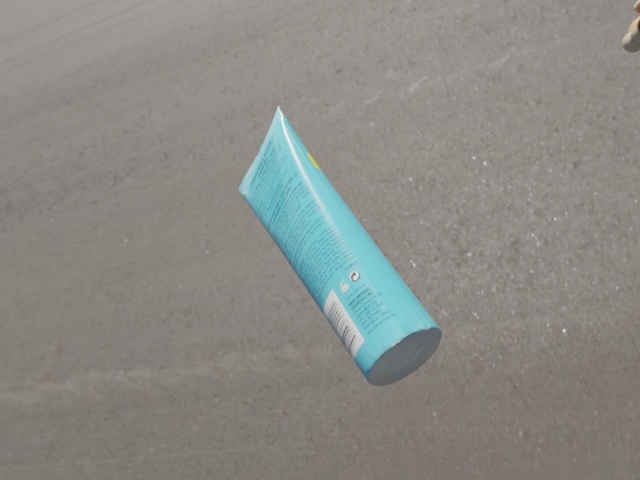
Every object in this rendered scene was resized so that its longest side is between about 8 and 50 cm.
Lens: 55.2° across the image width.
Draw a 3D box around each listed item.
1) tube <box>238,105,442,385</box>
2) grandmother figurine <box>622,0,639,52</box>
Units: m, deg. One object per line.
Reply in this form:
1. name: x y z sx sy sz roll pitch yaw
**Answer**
1. tube: 0.000 0.000 0.413 0.080 0.052 0.207 -56 52 28
2. grandmother figurine: 0.472 -0.324 0.772 0.104 0.342 0.208 42 102 12
